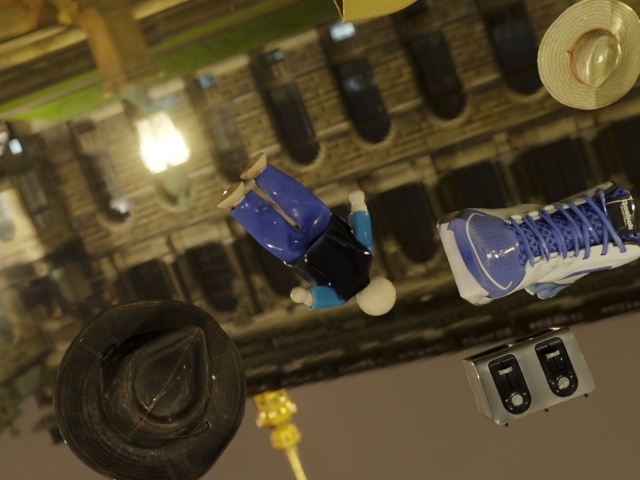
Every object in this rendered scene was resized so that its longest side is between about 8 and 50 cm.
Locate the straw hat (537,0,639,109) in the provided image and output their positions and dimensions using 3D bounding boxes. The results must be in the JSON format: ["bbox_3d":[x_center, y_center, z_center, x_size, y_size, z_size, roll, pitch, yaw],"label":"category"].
[{"bbox_3d":[0.343,-0.226,1.425,0.144,0.145,0.061,-20,-160,7],"label":"straw hat"}]

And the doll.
[{"bbox_3d":[0.000,0.000,1.056,0.129,0.189,0.046,-54,-166,-26],"label":"doll"}]

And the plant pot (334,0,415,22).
[{"bbox_3d":[0.056,-0.261,1.100,0.083,0.081,0.081,-5,-151,-4],"label":"plant pot"}]

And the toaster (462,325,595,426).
[{"bbox_3d":[0.323,0.211,1.800,0.168,0.110,0.186,-19,176,-1],"label":"toaster"}]

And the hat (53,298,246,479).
[{"bbox_3d":[-0.244,0.211,1.777,0.331,0.331,0.134,-28,166,-34],"label":"hat"}]

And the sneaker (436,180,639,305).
[{"bbox_3d":[0.291,-0.010,1.425,0.182,0.128,0.315,-28,163,33],"label":"sneaker"}]
